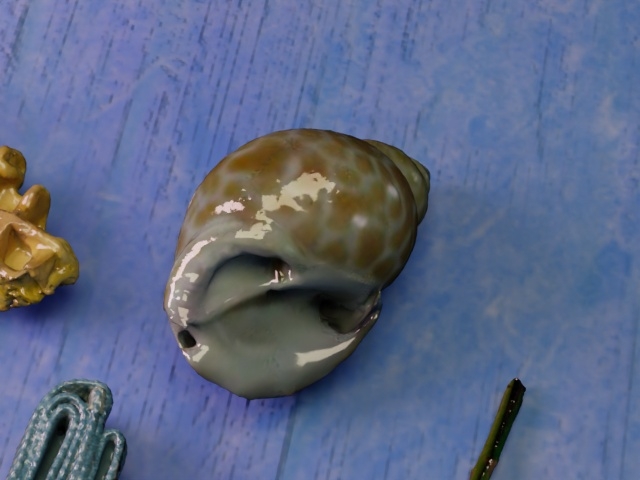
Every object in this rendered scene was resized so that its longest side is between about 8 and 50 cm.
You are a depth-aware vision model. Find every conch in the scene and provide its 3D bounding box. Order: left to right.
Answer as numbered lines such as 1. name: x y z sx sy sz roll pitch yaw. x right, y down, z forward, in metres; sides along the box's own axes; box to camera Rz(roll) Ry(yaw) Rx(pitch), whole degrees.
1. conch: -0.015 0.002 0.921 0.116 0.106 0.173 34 80 -9

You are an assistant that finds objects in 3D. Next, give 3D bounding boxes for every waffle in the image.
1. waffle: -0.229 0.021 0.919 0.194 0.051 0.149 -21 61 -14

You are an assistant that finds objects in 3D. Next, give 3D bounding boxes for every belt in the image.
1. belt: -0.153 0.148 0.847 0.100 0.065 0.179 18 57 -3

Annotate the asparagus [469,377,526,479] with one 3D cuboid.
1. asparagus: 0.073 0.138 0.894 0.013 0.016 0.166 45 56 -26
